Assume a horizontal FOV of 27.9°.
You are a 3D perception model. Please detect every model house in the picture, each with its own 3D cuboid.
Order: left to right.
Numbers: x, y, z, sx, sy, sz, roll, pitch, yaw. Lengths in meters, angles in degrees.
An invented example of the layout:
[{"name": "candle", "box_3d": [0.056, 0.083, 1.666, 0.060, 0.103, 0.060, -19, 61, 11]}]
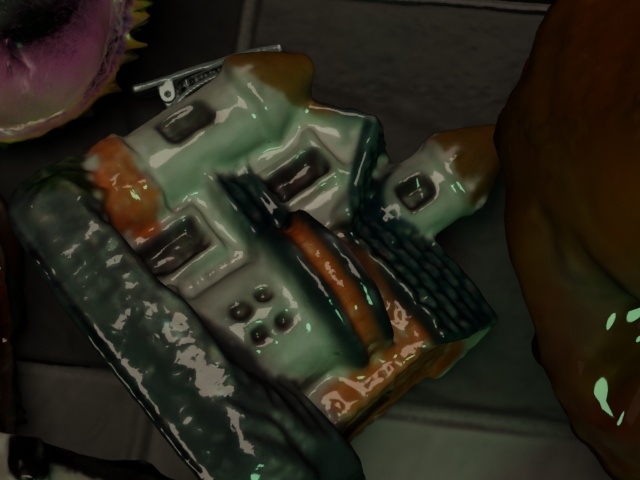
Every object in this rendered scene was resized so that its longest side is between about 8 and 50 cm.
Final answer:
[{"name": "model house", "box_3d": [0.000, 0.000, 0.817, 0.301, 0.190, 0.271, -37, 70, -8]}]

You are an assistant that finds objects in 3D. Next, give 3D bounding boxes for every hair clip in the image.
[{"name": "hair clip", "box_3d": [-0.078, -0.114, 0.949, 0.115, 0.030, 0.039, -21, 90, 1]}]

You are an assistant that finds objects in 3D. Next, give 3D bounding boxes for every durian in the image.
[{"name": "durian", "box_3d": [-0.235, -0.152, 0.927, 0.261, 0.154, 0.186, 7, 95, 2]}]

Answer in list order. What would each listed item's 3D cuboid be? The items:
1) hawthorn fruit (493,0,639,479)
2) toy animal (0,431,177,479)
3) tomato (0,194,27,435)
[{"name": "hawthorn fruit", "box_3d": [0.307, -0.039, 0.665, 0.472, 0.472, 0.471, -2, 71, 5]}, {"name": "toy animal", "box_3d": [-0.165, 0.193, 0.739, 0.208, 0.204, 0.156, 22, 74, -28]}, {"name": "tomato", "box_3d": [-0.341, 0.049, 0.841, 0.309, 0.170, 0.309, 0, 64, 1]}]
